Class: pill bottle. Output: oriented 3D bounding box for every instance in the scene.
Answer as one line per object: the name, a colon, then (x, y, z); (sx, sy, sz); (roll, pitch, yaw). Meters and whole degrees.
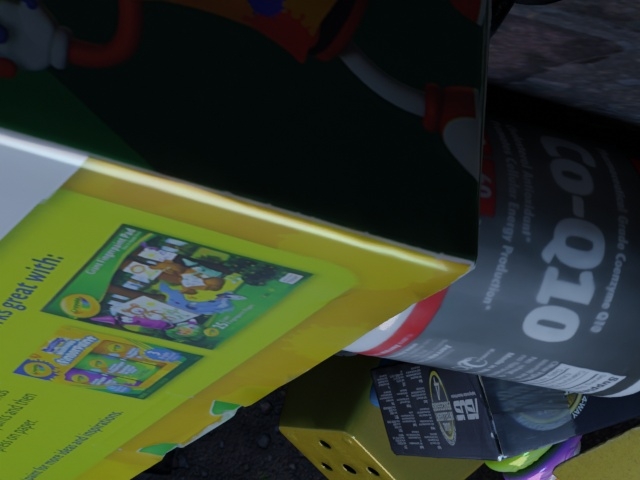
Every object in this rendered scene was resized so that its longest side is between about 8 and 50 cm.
pill bottle: (0.141, 0.011, 1.070); (0.283, 0.161, 0.161); (12, 171, -27)

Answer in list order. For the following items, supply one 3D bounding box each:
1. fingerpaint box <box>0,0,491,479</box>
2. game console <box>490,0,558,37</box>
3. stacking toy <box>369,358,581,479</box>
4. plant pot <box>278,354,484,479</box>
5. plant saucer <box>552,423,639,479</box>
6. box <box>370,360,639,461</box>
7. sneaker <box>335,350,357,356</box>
fingerpaint box: (-0.203, -0.036, 0.675); (0.371, 0.163, 0.445); (15, 154, -21)
game console: (0.077, -0.093, 0.710); (0.085, 0.124, 0.144); (40, 159, -20)
stacking toy: (0.214, 0.192, 1.787); (0.302, 0.175, 0.165); (45, 162, -14)
plant pot: (0.080, 0.187, 1.946); (0.212, 0.187, 0.212); (47, 154, -24)
plant saucer: (0.434, 0.177, 1.581); (0.332, 0.081, 0.333); (-9, 163, -27)
box: (0.232, 0.093, 1.406); (0.318, 0.097, 0.395); (-14, 176, -11)
sneaker: (-0.039, 0.047, 1.703); (0.286, 0.109, 0.130); (-2, 161, 40)
